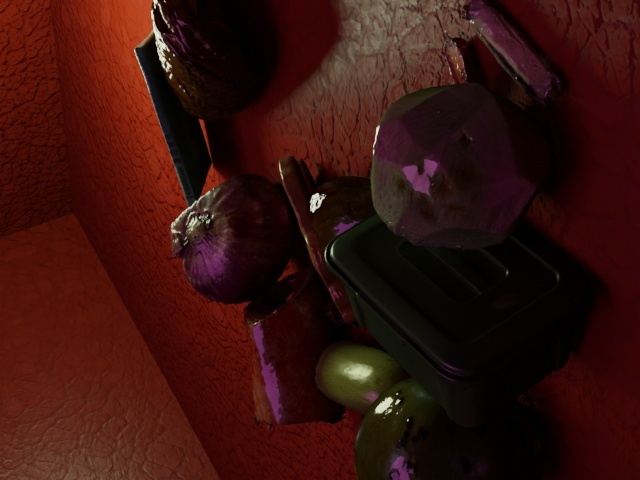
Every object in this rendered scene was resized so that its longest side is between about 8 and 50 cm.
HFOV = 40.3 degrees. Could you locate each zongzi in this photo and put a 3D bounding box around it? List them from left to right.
[{"bbox_3d":[0.047,0.156,1.803,0.074,0.067,0.083,22,149,43],"label":"zongzi"}]

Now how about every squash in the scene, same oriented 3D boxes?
[{"bbox_3d":[0.101,0.273,1.687,0.247,0.133,0.132,5,114,60],"label":"squash"}]

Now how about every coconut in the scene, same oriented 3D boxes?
[{"bbox_3d":[0.180,-0.100,1.113,0.236,0.205,0.235,29,138,31],"label":"coconut"}]

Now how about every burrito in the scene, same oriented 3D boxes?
[{"bbox_3d":[0.238,-0.241,1.092,0.045,0.041,0.185,-41,66,20],"label":"burrito"}]

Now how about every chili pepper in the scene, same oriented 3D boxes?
[{"bbox_3d":[-0.073,0.239,1.869,0.229,0.251,0.305,-12,100,29],"label":"chili pepper"},{"bbox_3d":[0.206,-0.205,1.195,0.045,0.027,0.178,-1,109,68],"label":"chili pepper"}]

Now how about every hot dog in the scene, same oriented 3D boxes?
[{"bbox_3d":[-0.235,-0.387,1.746,0.266,0.174,0.387,61,170,5],"label":"hot dog"}]

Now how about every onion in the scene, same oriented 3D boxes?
[{"bbox_3d":[-0.168,0.008,1.861,0.256,0.273,0.230,-51,56,48],"label":"onion"}]

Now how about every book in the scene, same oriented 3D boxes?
[{"bbox_3d":[-0.327,-0.295,2.001,0.264,0.031,0.379,-84,-19,-64],"label":"book"}]

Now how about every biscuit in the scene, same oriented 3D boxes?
[{"bbox_3d":[0.000,0.000,1.644,0.202,0.047,0.333,-30,-83,-81],"label":"biscuit"}]

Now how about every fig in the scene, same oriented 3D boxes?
[{"bbox_3d":[0.092,-0.030,1.461,0.274,0.146,0.170,-4,108,50],"label":"fig"}]

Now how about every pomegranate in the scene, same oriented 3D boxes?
[{"bbox_3d":[0.215,0.302,1.355,0.291,0.291,0.323,36,106,49],"label":"pomegranate"}]

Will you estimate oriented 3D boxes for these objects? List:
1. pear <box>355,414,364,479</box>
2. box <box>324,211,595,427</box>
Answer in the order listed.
[{"bbox_3d":[0.138,0.407,1.691,0.180,0.166,0.216,73,171,-49],"label":"pear"},{"bbox_3d":[0.189,0.088,1.224,0.329,0.253,0.177,44,156,43],"label":"box"}]
